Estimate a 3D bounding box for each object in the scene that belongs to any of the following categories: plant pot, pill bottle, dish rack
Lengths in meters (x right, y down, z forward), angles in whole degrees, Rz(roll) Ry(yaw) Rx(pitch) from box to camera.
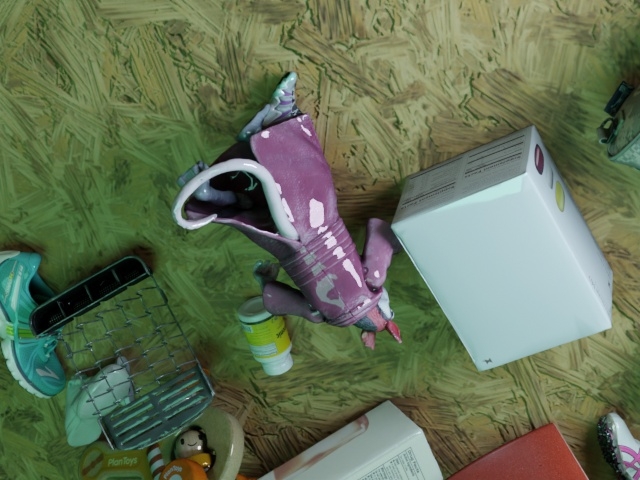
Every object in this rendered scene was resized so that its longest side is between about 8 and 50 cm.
[{"bbox_3d":[0.291,0.477,1.871,0.236,0.267,0.267,-13,120,-5],"label":"plant pot"},{"bbox_3d":[-0.082,0.149,1.929,0.065,0.065,0.116,-7,119,19],"label":"pill bottle"},{"bbox_3d":[-0.298,0.182,1.920,0.208,0.074,0.271,-30,83,8],"label":"dish rack"}]

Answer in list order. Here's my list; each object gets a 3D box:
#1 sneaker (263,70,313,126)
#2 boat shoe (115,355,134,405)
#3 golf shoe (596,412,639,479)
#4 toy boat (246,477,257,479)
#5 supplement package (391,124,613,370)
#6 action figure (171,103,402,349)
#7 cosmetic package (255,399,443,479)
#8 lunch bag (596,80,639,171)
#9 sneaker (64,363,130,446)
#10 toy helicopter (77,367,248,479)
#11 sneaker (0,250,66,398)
[{"bbox_3d":[-0.038,-0.186,1.731,0.069,0.038,0.098,30,133,-7],"label":"sneaker"},{"bbox_3d":[-0.334,0.233,2.065,0.035,0.035,0.100,2,128,10],"label":"boat shoe"},{"bbox_3d":[0.481,0.332,1.906,0.086,0.067,0.186,-28,111,-4],"label":"golf shoe"},{"bbox_3d":[-0.112,0.473,2.095,0.151,0.151,0.231,-28,153,27],"label":"toy boat"},{"bbox_3d":[0.255,0.014,1.711,0.204,0.145,0.262,-22,114,25],"label":"supplement package"},{"bbox_3d":[0.000,0.000,1.670,0.248,0.276,0.370,-37,99,8],"label":"action figure"},{"bbox_3d":[0.032,0.397,1.924,0.296,0.129,0.153,-28,116,-13],"label":"cosmetic package"},{"bbox_3d":[0.526,-0.135,1.508,0.305,0.212,0.256,31,123,-4],"label":"lunch bag"},{"bbox_3d":[-0.382,0.250,2.052,0.080,0.094,0.212,-1,143,-36],"label":"sneaker"},{"bbox_3d":[-0.267,0.340,2.033,0.355,0.235,0.140,-12,155,37],"label":"toy helicopter"},{"bbox_3d":[-0.459,0.139,2.003,0.110,0.107,0.275,-10,121,5],"label":"sneaker"}]
